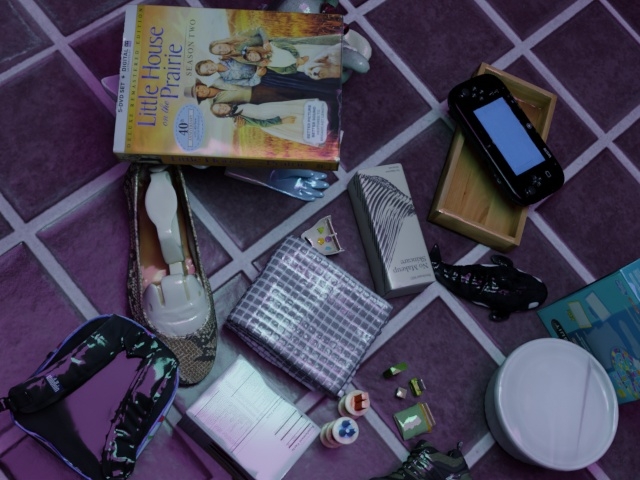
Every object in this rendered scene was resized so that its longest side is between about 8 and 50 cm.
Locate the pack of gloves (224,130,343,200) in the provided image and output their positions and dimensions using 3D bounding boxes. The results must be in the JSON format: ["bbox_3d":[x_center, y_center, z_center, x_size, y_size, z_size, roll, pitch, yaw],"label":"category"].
[{"bbox_3d":[-0.073,-0.200,1.874,0.232,0.046,0.195,18,69,-9],"label":"pack of gloves"}]

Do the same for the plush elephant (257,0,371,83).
[{"bbox_3d":[-0.001,-0.431,1.874,0.255,0.330,0.272,41,79,-23],"label":"plush elephant"}]

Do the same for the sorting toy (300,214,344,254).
[{"bbox_3d":[0.000,0.000,1.829,0.075,0.045,0.083,-18,78,-12],"label":"sorting toy"}]

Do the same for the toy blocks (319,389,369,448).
[{"bbox_3d":[0.059,0.343,1.667,0.054,0.148,0.123,36,67,-1],"label":"toy blocks"}]

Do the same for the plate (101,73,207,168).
[{"bbox_3d":[-0.280,-0.253,1.764,0.278,0.045,0.277,40,30,7],"label":"plate"}]

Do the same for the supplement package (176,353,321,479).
[{"bbox_3d":[-0.138,0.347,1.588,0.203,0.194,0.149,43,67,3],"label":"supplement package"}]

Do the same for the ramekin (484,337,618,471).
[{"bbox_3d":[0.469,0.347,1.787,0.273,0.127,0.273,5,70,-13],"label":"ramekin"}]

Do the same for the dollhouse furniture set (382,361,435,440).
[{"bbox_3d":[0.183,0.328,1.754,0.076,0.058,0.152,-19,77,-19],"label":"dollhouse furniture set"}]

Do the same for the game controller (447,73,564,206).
[{"bbox_3d":[0.418,-0.229,1.924,0.166,0.067,0.319,-29,82,-21],"label":"game controller"}]

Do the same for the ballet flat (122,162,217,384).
[{"bbox_3d":[-0.299,0.033,1.660,0.164,0.182,0.483,-8,74,-15],"label":"ballet flat"}]

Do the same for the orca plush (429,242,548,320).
[{"bbox_3d":[0.376,0.076,1.867,0.287,0.102,0.151,28,67,-4],"label":"orca plush"}]

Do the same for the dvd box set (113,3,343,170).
[{"bbox_3d":[-0.168,-0.292,1.625,0.420,0.062,0.308,3,76,-2],"label":"dvd box set"}]

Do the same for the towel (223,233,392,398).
[{"bbox_3d":[-0.017,0.155,1.727,0.283,0.121,0.235,35,67,-1],"label":"towel"}]

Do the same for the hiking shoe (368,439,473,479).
[{"bbox_3d":[0.191,0.460,1.710,0.227,0.086,0.114,0,58,-21],"label":"hiking shoe"}]

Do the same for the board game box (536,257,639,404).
[{"bbox_3d":[0.617,0.200,1.762,0.079,0.336,0.254,-26,80,-21],"label":"board game box"}]

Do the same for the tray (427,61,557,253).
[{"bbox_3d":[0.401,-0.194,1.983,0.203,0.076,0.411,22,67,-6],"label":"tray"}]

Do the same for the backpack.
[{"bbox_3d":[-0.384,0.273,1.540,0.276,0.213,0.263,40,79,-6],"label":"backpack"}]

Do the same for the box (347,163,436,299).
[{"bbox_3d":[0.150,-0.020,1.844,0.113,0.094,0.275,-12,75,-18],"label":"box"}]
